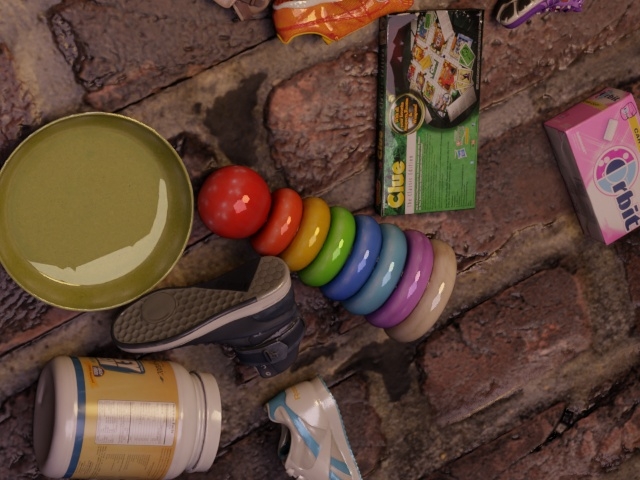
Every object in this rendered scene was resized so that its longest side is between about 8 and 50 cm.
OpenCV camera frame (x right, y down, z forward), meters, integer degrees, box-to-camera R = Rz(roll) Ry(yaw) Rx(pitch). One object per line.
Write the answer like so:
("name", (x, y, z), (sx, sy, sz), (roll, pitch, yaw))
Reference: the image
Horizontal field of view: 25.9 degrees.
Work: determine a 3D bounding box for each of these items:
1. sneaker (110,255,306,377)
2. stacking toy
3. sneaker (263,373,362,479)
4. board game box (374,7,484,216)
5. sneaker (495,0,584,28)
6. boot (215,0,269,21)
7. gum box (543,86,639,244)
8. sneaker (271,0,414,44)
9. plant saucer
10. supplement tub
("sneaker", (-0.128, 0.118, 1.697), (0.226, 0.086, 0.163), (-17, 141, 1))
("stacking toy", (0.000, 0.000, 1.713), (0.330, 0.141, 0.141), (27, 94, -19))
("sneaker", (-0.002, 0.290, 1.818), (0.092, 0.087, 0.228), (-21, 105, -7))
("board game box", (0.137, -0.162, 1.762), (0.136, 0.030, 0.259), (-5, 107, -22))
("sneaker", (0.301, -0.310, 1.764), (0.170, 0.068, 0.071), (-31, 120, -11))
("boot", (-0.101, -0.316, 1.619), (0.118, 0.042, 0.087), (42, 96, -19))
("gum box", (0.385, -0.095, 1.860), (0.107, 0.062, 0.188), (-29, 114, -11))
("sneaker", (0.027, -0.273, 1.675), (0.175, 0.064, 0.067), (-9, 117, -9))
("plant saucer", (-0.270, -0.036, 1.636), (0.241, 0.037, 0.241), (-6, 109, -19))
("supplement tub", (-0.232, 0.214, 1.665), (0.200, 0.144, 0.144), (5, 103, -23))
